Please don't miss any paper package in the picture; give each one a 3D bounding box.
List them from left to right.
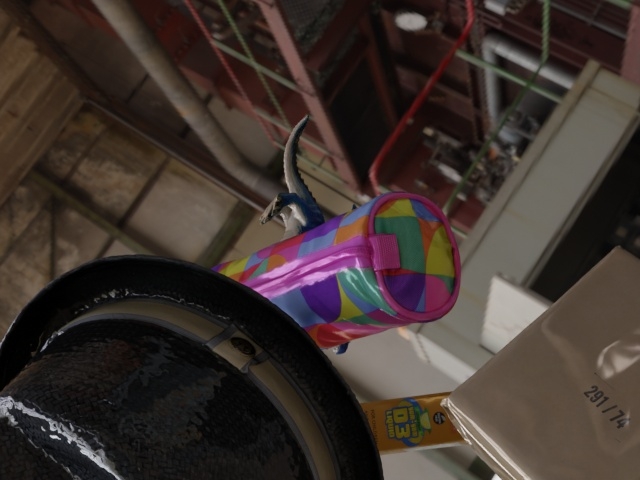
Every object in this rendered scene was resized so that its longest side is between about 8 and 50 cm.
[{"bbox_3d":[0.368,0.214,1.030,0.309,0.325,0.168,-41,-47,-6],"label":"paper package"}]

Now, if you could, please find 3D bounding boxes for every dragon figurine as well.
[{"bbox_3d":[0.000,0.000,1.100,0.085,0.144,0.289,133,147,-61],"label":"dragon figurine"}]

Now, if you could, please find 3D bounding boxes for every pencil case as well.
[{"bbox_3d":[-0.005,0.038,0.684,0.236,0.104,0.104,-23,8,45],"label":"pencil case"}]

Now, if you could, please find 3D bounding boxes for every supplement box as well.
[{"bbox_3d":[0.103,0.275,1.320,0.080,0.233,0.078,55,-153,-69],"label":"supplement box"}]

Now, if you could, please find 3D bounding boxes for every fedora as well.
[{"bbox_3d":[-0.125,0.179,0.629,0.334,0.334,0.152,-65,-11,18],"label":"fedora"}]
